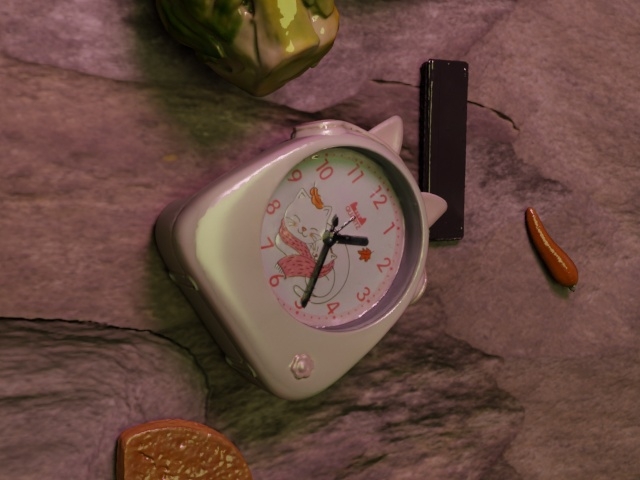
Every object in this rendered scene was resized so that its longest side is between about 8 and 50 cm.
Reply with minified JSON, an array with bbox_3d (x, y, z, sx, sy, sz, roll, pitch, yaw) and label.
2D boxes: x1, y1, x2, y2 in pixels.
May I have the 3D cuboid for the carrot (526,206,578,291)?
[{"bbox_3d":[0.318,0.015,1.316,0.035,0.035,0.142,-42,109,-19],"label":"carrot"}]

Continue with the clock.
[{"bbox_3d":[0.000,0.000,1.094,0.324,0.109,0.265,-38,110,-22],"label":"clock"}]

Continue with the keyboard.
[{"bbox_3d":[0.156,-0.114,1.219,0.072,0.023,0.231,-4,98,-36],"label":"keyboard"}]

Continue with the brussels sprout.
[{"bbox_3d":[-0.074,-0.263,0.972,0.161,0.223,0.223,-39,113,-37],"label":"brussels sprout"}]

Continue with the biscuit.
[{"bbox_3d":[-0.147,0.285,1.085,0.142,0.029,0.220,-46,114,-16],"label":"biscuit"}]
